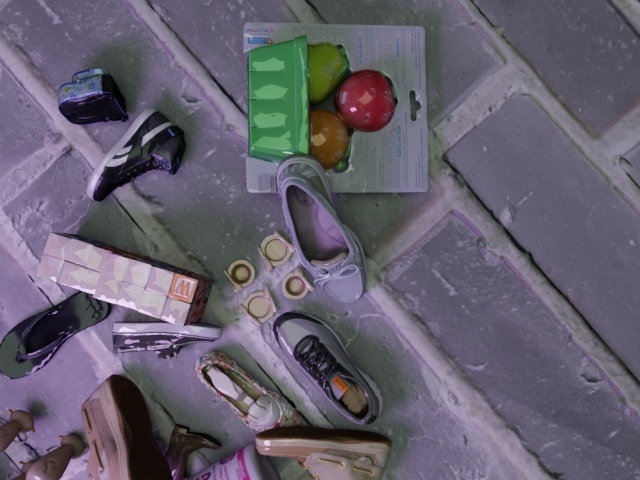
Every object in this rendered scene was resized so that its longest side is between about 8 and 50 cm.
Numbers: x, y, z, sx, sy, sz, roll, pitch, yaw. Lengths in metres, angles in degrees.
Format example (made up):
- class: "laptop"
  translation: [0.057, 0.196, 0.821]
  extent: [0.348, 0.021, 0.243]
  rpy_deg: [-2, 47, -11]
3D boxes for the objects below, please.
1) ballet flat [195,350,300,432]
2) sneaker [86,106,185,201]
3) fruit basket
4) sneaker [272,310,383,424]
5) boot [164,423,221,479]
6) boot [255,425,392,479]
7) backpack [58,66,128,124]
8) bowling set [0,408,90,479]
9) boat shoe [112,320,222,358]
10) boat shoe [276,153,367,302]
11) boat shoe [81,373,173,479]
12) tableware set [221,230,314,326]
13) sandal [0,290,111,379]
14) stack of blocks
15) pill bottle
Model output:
- class: "ballet flat"
  translation: [-0.145, 0.303, 1.406]
  extent: [0.241, 0.077, 0.091]
  rpy_deg: [35, 89, 2]
- class: "sneaker"
  translation: [-0.348, -0.143, 1.425]
  extent: [0.121, 0.079, 0.217]
  rpy_deg: [36, 88, 4]
- class: "fruit basket"
  translation: [0.030, -0.252, 1.404]
  extent: [0.353, 0.165, 0.327]
  rpy_deg: [-1, 88, -14]
- class: "sneaker"
  translation: [0.017, 0.239, 1.389]
  extent: [0.100, 0.108, 0.271]
  rpy_deg: [-45, 86, 2]
- class: "boot"
  translation: [-0.256, 0.428, 1.425]
  extent: [0.106, 0.037, 0.114]
  rpy_deg: [18, 85, 15]
- class: "boot"
  translation: [-0.004, 0.457, 1.374]
  extent: [0.262, 0.095, 0.203]
  rpy_deg: [8, 90, -18]
- class: "backpack"
  translation: [-0.446, -0.276, 1.424]
  extent: [0.114, 0.105, 0.084]
  rpy_deg: [-13, 65, 2]
- class: "bowling set"
  translation: [-0.527, 0.467, 1.398]
  extent: [0.287, 0.154, 0.200]
  rpy_deg: [36, 108, 1]
- class: "boat shoe"
  translation: [-0.295, 0.192, 1.419]
  extent: [0.219, 0.078, 0.070]
  rpy_deg: [0, 87, 10]
- class: "boat shoe"
  translation: [0.002, -0.002, 1.342]
  extent: [0.118, 0.103, 0.320]
  rpy_deg: [-13, 121, 13]
- class: "boat shoe"
  translation: [-0.357, 0.407, 1.336]
  extent: [0.110, 0.121, 0.341]
  rpy_deg: [-38, 46, 9]
- class: "tableware set"
  translation: [-0.104, 0.075, 1.441]
  extent: [0.168, 0.020, 0.141]
  rpy_deg: [-34, 88, 0]
- class: "sandal"
  translation: [-0.531, 0.175, 1.432]
  extent: [0.254, 0.054, 0.097]
  rpy_deg: [-38, 87, 0]
- class: "stack of blocks"
  translation: [-0.364, 0.069, 1.374]
  extent: [0.297, 0.171, 0.087]
  rpy_deg: [18, 89, 3]
- class: "pill bottle"
  translation: [-0.211, 0.512, 1.359]
  extent: [0.283, 0.160, 0.160]
  rpy_deg: [-29, 87, 1]
